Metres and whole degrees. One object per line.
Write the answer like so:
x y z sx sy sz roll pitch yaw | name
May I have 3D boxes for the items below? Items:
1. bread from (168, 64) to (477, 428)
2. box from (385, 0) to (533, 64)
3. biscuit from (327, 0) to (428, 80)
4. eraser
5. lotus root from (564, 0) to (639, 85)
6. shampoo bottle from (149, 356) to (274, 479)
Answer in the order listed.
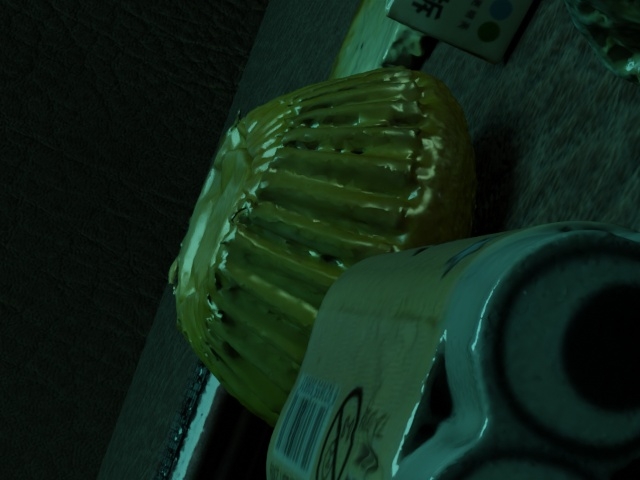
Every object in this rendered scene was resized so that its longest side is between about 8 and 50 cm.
0.004 0.001 0.882 0.240 0.139 0.240 -158 90 -78 | bread
0.122 -0.267 0.998 0.274 0.091 0.220 -82 17 -59 | box
0.072 -0.209 1.310 0.309 0.040 0.204 133 158 -64 | biscuit
0.049 0.075 0.618 0.290 0.087 0.171 165 125 -80 | eraser
0.157 -0.209 0.437 0.349 0.175 0.175 -64 8 -14 | lotus root
-0.080 0.161 1.165 0.129 0.084 0.323 152 139 -79 | shampoo bottle
